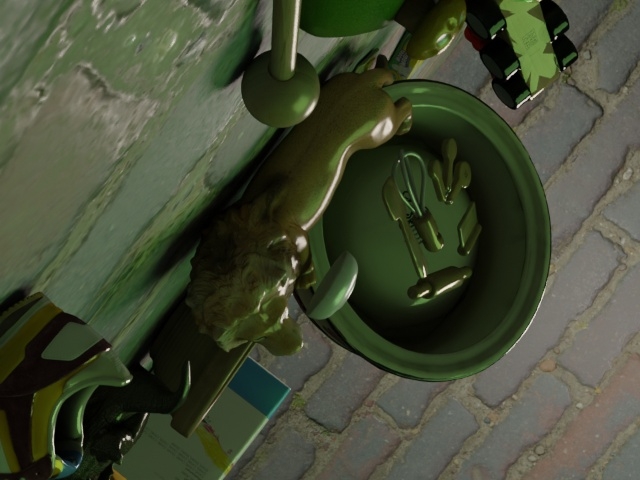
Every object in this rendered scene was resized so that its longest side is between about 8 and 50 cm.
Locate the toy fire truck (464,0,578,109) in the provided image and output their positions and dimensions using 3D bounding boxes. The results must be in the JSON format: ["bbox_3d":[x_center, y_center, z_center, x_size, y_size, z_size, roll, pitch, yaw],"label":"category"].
[{"bbox_3d":[0.243,-0.344,1.320,0.158,0.246,0.217,-40,138,-2],"label":"toy fire truck"}]

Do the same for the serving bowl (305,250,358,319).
[{"bbox_3d":[0.017,0.053,1.002,0.083,0.027,0.083,-57,-173,10],"label":"serving bowl"}]

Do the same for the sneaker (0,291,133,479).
[{"bbox_3d":[-0.185,0.122,0.519,0.185,0.084,0.069,-53,178,10],"label":"sneaker"}]

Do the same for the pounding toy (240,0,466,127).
[{"bbox_3d":[0.061,-0.170,0.606,0.237,0.110,0.183,-52,178,-26],"label":"pounding toy"}]

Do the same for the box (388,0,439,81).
[{"bbox_3d":[0.153,-0.306,1.447,0.105,0.043,0.179,-52,176,-20],"label":"box"}]

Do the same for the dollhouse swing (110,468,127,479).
[{"bbox_3d":[-0.485,0.535,1.580,0.346,0.305,0.315,-53,-140,1],"label":"dollhouse swing"}]

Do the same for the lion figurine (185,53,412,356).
[{"bbox_3d":[-0.014,-0.063,0.964,0.240,0.142,0.392,73,40,-79],"label":"lion figurine"}]

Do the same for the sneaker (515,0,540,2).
[{"bbox_3d":[0.354,-0.471,1.021,0.482,0.185,0.202,-54,180,-7],"label":"sneaker"}]

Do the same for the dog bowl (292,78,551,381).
[{"bbox_3d":[0.120,-0.009,1.296,0.408,0.408,0.150,-52,-162,-22],"label":"dog bowl"}]

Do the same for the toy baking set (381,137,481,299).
[{"bbox_3d":[0.135,-0.023,1.147,0.030,0.196,0.256,-1,-168,33],"label":"toy baking set"}]

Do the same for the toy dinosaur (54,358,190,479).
[{"bbox_3d":[-0.229,0.194,0.922,0.313,0.121,0.160,-58,-172,26],"label":"toy dinosaur"}]

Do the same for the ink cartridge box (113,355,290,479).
[{"bbox_3d":[-0.212,0.296,1.543,0.270,0.197,0.198,-52,179,-11],"label":"ink cartridge box"}]

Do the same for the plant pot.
[{"bbox_3d":[-0.150,0.135,1.229,0.237,0.110,0.237,-56,178,-2],"label":"plant pot"}]

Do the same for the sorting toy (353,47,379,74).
[{"bbox_3d":[0.044,-0.202,1.152,0.062,0.012,0.083,-53,178,42],"label":"sorting toy"}]

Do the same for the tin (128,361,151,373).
[{"bbox_3d":[-0.276,0.228,1.184,0.106,0.040,0.189,-48,-179,31],"label":"tin"}]
